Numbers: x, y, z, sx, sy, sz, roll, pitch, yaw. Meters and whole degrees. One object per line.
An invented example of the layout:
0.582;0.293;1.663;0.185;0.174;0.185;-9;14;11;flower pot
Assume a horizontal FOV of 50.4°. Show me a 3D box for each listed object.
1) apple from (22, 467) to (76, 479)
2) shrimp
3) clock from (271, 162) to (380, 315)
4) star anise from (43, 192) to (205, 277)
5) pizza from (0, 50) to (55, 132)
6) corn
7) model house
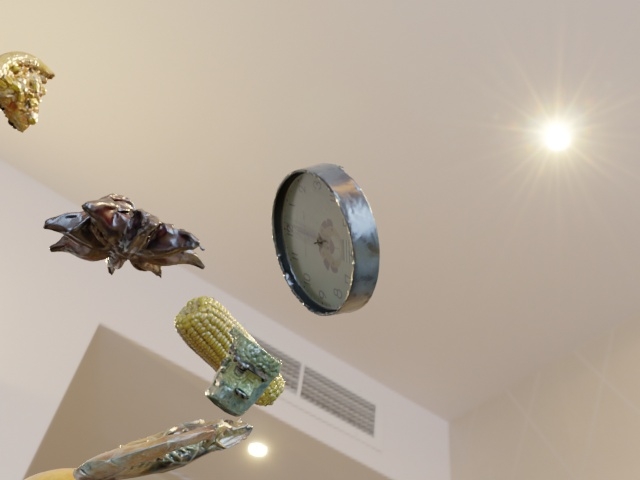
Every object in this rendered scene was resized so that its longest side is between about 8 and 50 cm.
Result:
-0.516;0.599;1.360;0.299;0.275;0.298;-4;-77;-17;apple
-0.173;0.252;0.832;0.251;0.052;0.144;-8;-16;-46;shrimp
0.002;0.000;1.360;0.061;0.312;0.312;-13;-40;-32;clock
-0.308;-0.015;1.089;0.272;0.102;0.272;4;-22;2;star anise
-0.486;-0.243;1.108;0.041;0.178;0.130;2;-89;9;pizza
-0.221;0.280;1.691;0.131;0.131;0.344;-24;-62;26;corn
-0.091;0.147;0.741;0.066;0.079;0.083;42;-100;-24;model house
